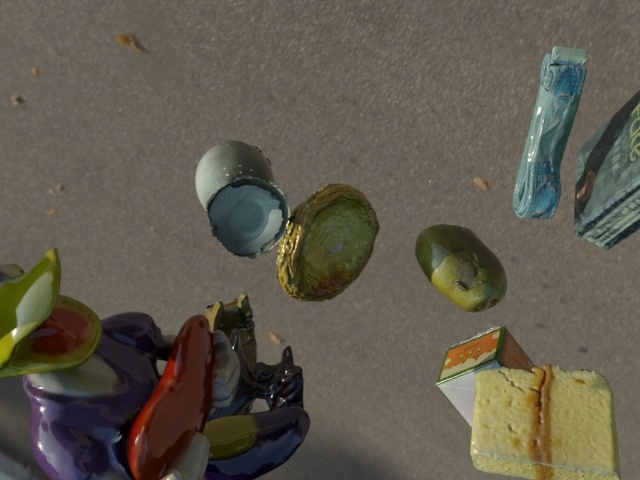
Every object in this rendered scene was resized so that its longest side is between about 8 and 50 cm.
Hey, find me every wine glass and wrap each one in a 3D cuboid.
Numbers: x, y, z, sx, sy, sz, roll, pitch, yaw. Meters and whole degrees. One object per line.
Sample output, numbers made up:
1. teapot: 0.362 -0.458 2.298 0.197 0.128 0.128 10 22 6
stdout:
1. wine glass: -0.181 -0.104 1.503 0.191 0.357 0.190 -4 111 -10

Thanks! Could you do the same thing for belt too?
1. belt: 0.400 -0.180 1.178 0.072 0.087 0.302 7 110 2

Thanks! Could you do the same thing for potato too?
1. potato: 0.340 0.060 1.631 0.228 0.197 0.148 64 151 26

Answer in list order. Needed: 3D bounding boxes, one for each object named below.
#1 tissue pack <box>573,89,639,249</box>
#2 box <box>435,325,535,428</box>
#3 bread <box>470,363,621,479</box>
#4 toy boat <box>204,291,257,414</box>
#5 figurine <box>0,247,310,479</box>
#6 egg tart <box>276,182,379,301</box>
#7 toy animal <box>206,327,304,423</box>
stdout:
1. tissue pack: 0.565 -0.154 1.160 0.103 0.228 0.315 21 147 -7
2. box: 0.412 0.339 1.616 0.177 0.148 0.195 -32 103 35
3. bread: 0.387 0.315 1.169 0.240 0.178 0.135 3 152 16
4. toy boat: -0.163 0.236 1.271 0.115 0.089 0.310 36 130 51
5. figurine: -0.164 0.114 0.499 0.193 0.154 0.421 -5 138 22
6. egg tart: 0.000 0.000 1.554 0.123 0.294 0.294 31 143 45
7. toy animal: -0.123 0.169 0.732 0.210 0.121 0.117 -18 104 -8
